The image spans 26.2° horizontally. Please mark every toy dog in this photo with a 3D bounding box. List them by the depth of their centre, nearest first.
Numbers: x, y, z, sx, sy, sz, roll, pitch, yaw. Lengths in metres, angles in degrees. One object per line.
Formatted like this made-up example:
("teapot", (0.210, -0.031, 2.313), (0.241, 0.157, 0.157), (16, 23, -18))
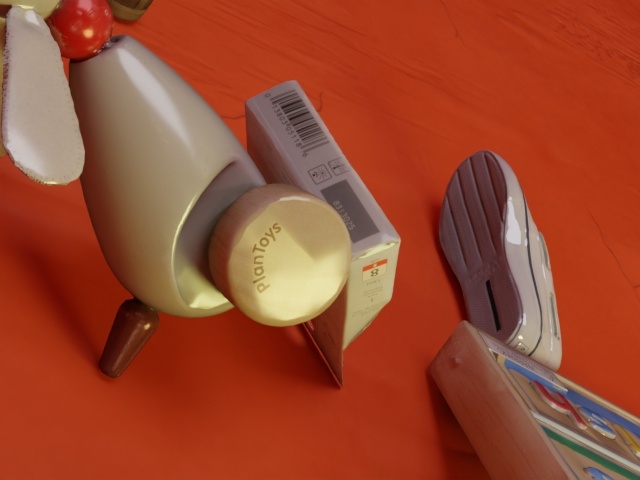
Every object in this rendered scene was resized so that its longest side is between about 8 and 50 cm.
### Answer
("toy dog", (-0.144, -0.047, 0.803), (0.334, 0.161, 0.220), (43, -11, -8))

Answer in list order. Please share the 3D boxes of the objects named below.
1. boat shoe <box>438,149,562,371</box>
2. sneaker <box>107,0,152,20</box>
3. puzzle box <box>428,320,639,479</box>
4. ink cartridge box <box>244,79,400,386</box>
("boat shoe", (0.159, 0.024, 1.197), (0.076, 0.083, 0.226), (35, 39, -36))
("sneaker", (-0.187, -0.274, 1.178), (0.066, 0.071, 0.188), (-4, 53, -52))
("puzzle box", (0.285, 0.219, 1.012), (0.409, 0.052, 0.272), (28, 14, -22))
("ink cartridge box", (0.000, 0.000, 0.940), (0.045, 0.179, 0.145), (-25, 62, -13))
